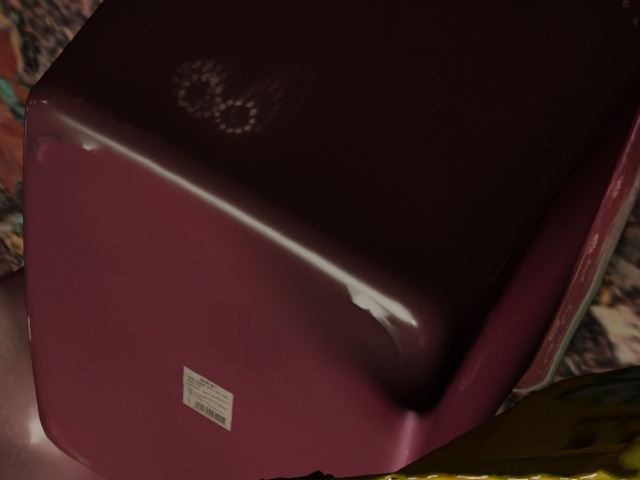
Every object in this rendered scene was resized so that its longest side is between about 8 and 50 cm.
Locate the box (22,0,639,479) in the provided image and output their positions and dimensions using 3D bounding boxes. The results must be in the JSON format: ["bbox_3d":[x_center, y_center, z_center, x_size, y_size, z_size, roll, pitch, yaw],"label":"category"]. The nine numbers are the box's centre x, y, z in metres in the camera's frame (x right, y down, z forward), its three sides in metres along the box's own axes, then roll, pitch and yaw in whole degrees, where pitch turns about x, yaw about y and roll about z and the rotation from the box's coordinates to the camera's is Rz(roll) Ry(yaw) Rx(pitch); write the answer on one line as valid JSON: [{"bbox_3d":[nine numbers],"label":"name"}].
[{"bbox_3d":[0.000,0.000,0.651,0.193,0.167,0.294,28,148,11],"label":"box"}]

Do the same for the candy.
[{"bbox_3d":[0.143,0.080,0.573,0.187,0.081,0.297,-16,162,35],"label":"candy"}]

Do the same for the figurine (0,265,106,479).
[{"bbox_3d":[-0.104,0.159,0.859,0.261,0.211,0.270,44,-179,-2],"label":"figurine"}]
